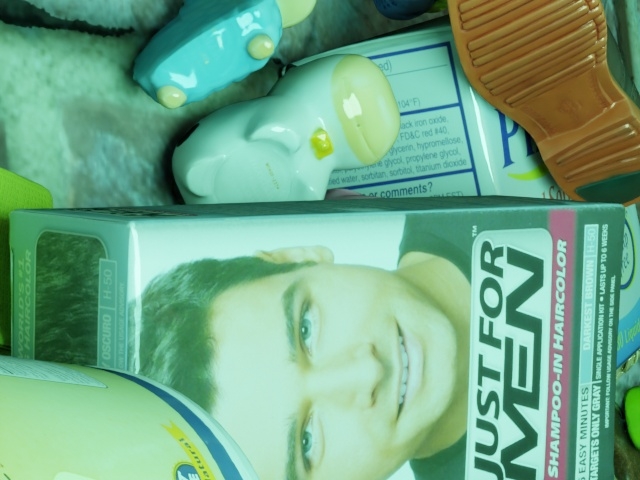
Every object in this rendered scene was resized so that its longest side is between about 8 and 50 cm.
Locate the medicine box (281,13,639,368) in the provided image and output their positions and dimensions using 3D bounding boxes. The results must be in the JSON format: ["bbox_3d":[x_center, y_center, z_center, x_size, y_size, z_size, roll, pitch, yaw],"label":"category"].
[{"bbox_3d":[0.122,-0.025,1.330,0.263,0.149,0.289,-27,107,-59],"label":"medicine box"}]

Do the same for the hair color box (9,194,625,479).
[{"bbox_3d":[0.011,0.071,1.004,0.374,0.114,0.185,-3,96,-41],"label":"hair color box"}]

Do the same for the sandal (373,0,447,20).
[{"bbox_3d":[0.033,-0.264,1.204,0.317,0.138,0.126,80,-2,-57],"label":"sandal"}]

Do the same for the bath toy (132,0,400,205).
[{"bbox_3d":[0.000,0.000,1.150,0.129,0.151,0.348,-117,-174,-67],"label":"bath toy"}]

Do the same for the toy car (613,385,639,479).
[{"bbox_3d":[0.197,0.215,1.371,0.188,0.155,0.149,-63,136,-57],"label":"toy car"}]

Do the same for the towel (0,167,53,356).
[{"bbox_3d":[-0.195,-0.005,0.874,0.237,0.021,0.102,28,62,-64],"label":"towel"}]

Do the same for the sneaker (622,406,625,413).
[{"bbox_3d":[0.310,0.172,1.710,0.188,0.066,0.071,26,45,-61],"label":"sneaker"}]

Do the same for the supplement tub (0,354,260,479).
[{"bbox_3d":[-0.179,0.150,0.695,0.316,0.228,0.228,16,70,-58],"label":"supplement tub"}]

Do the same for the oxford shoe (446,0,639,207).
[{"bbox_3d":[0.147,-0.134,1.184,0.098,0.097,0.271,-97,161,-44],"label":"oxford shoe"}]

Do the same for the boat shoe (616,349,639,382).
[{"bbox_3d":[0.280,0.087,1.663,0.063,0.059,0.170,64,35,-29],"label":"boat shoe"}]
